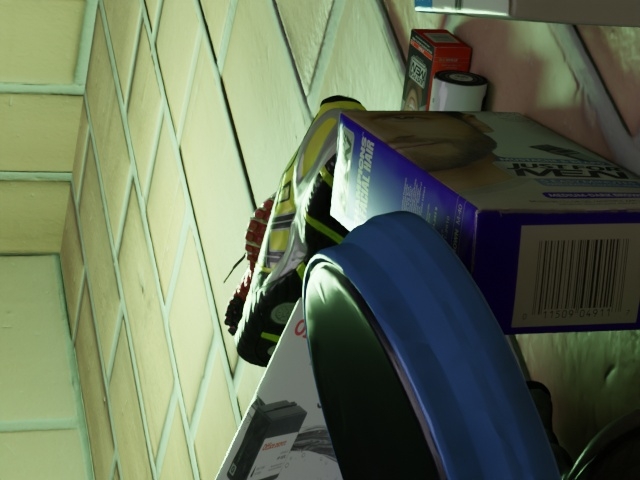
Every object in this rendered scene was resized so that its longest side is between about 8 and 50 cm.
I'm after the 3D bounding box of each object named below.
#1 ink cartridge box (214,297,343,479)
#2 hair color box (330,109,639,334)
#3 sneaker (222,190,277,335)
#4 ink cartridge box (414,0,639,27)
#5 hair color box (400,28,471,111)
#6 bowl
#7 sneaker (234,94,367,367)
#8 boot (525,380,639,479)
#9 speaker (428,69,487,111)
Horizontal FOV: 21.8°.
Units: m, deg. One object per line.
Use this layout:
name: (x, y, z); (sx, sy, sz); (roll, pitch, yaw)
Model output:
ink cartridge box: (0.013, 0.231, 1.657); (0.223, 0.129, 0.307); (15, 79, 60)
hair color box: (0.146, -0.025, 1.386); (0.339, 0.185, 0.110); (-139, 51, -67)
sneaker: (-0.043, 0.011, 2.121); (0.299, 0.121, 0.112); (-60, 3, 45)
ink cartridge box: (0.179, -0.219, 1.338); (0.203, 0.148, 0.086); (-150, 62, -70)
hair color box: (0.115, -0.142, 1.718); (0.072, 0.043, 0.141); (-128, 40, -61)
bowl: (0.083, 0.171, 1.281); (0.391, 0.077, 0.391); (162, 90, -77)
sneaker: (0.000, 0.000, 1.960); (0.147, 0.145, 0.384); (-103, 32, -46)
boot: (0.192, 0.195, 1.352); (0.222, 0.118, 0.338); (-105, 22, -43)
speaker: (0.130, -0.097, 1.652); (0.055, 0.055, 0.136); (-128, 41, -63)
